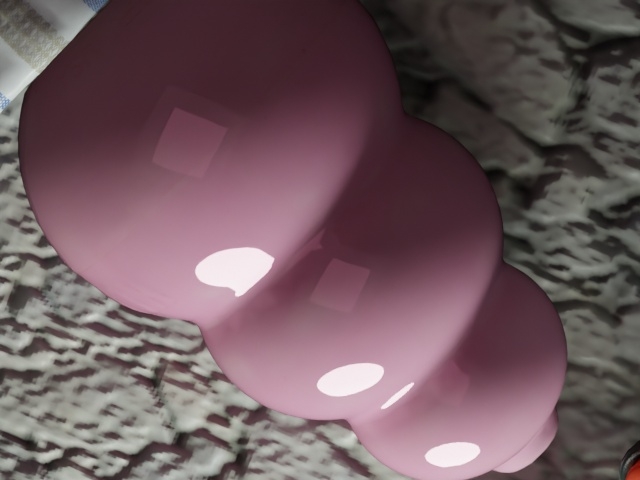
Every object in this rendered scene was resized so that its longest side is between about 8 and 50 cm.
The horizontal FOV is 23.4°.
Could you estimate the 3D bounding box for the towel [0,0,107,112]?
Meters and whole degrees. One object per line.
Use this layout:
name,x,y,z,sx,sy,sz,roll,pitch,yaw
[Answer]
towel,-0.261,-0.146,0.895,0.285,0.034,0.209,-44,92,5

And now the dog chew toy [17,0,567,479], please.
dog chew toy,0.000,0.000,0.826,0.206,0.206,0.332,-42,100,14

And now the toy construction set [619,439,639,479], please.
toy construction set,0.274,0.192,0.837,0.215,0.151,0.327,13,96,31
